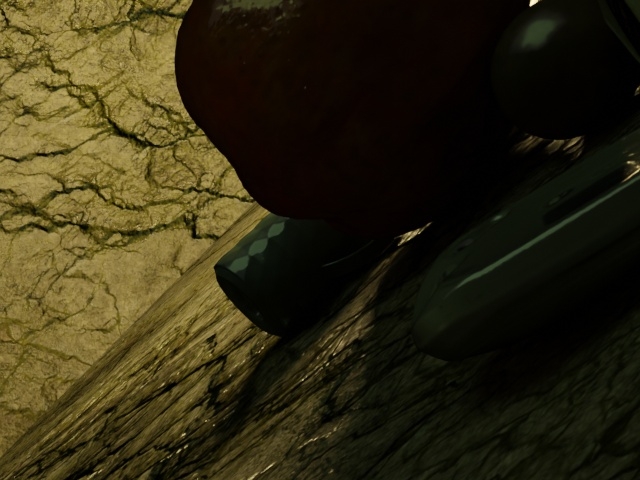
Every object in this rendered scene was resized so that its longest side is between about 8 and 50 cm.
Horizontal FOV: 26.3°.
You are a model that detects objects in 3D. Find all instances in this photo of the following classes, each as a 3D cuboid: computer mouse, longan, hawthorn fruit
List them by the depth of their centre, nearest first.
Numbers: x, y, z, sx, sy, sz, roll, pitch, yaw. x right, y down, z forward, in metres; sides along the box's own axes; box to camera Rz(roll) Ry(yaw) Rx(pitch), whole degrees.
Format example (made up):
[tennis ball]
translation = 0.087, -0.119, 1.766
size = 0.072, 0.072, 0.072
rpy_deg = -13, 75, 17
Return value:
[computer mouse]
translation = 0.217, -0.001, 1.137
size = 0.331, 0.095, 0.197
rpy_deg = -32, 13, 14
[longan]
translation = 0.285, -0.196, 1.570
size = 0.185, 0.159, 0.204
rpy_deg = -27, -19, 0
[hawthorn fruit]
translation = 0.066, -0.234, 1.754
size = 0.472, 0.472, 0.472
rpy_deg = -42, 9, 8

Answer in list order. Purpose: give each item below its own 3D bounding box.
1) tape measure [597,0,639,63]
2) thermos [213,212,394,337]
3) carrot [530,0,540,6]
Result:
[tape measure]
translation = 0.349, -0.216, 1.308
size = 0.115, 0.207, 0.235
rpy_deg = -35, -29, 6
[thermos]
translation = 0.000, 0.000, 1.949
size = 0.286, 0.145, 0.182
rpy_deg = -44, 41, -14
[carrot]
translation = 0.330, -0.290, 1.822
size = 0.159, 0.159, 0.225
rpy_deg = -50, -2, -39
